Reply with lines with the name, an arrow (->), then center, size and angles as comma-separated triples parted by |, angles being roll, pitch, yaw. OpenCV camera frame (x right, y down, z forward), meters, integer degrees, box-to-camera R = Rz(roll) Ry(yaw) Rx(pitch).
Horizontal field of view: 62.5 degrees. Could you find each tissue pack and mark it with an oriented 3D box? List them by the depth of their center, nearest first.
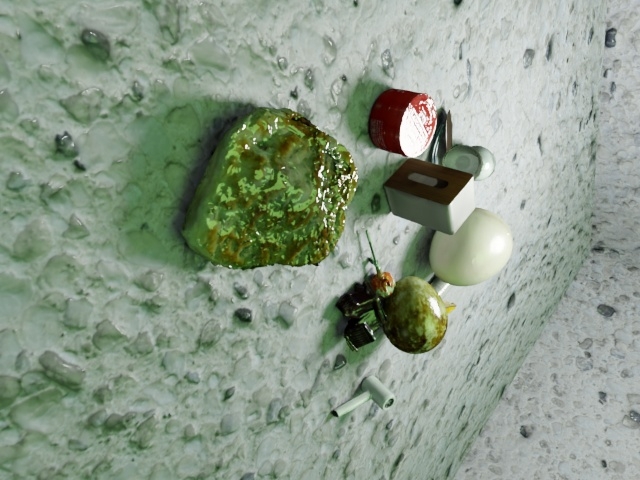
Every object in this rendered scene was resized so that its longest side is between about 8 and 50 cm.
tissue pack -> 0.354, -0.144, 1.700 | 0.159, 0.246, 0.136 | -47, 138, -25

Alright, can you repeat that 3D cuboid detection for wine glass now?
wine glass -> 0.547, -0.277, 1.912 | 0.321, 0.143, 0.144 | -18, 122, -61

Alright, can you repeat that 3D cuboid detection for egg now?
egg -> 0.331, 0.266, 1.885 | 0.238, 0.238, 0.290 | -36, 122, -33
egg -> 0.563, 0.029, 2.005 | 0.345, 0.283, 0.283 | -40, 134, -27

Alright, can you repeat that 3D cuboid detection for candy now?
candy -> 0.185, 0.080, 1.759 | 0.084, 0.078, 0.288 | -58, 140, -38

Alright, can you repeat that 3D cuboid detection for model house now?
model house -> 0.127, 0.250, 1.755 | 0.164, 0.141, 0.203 | -27, 108, -12

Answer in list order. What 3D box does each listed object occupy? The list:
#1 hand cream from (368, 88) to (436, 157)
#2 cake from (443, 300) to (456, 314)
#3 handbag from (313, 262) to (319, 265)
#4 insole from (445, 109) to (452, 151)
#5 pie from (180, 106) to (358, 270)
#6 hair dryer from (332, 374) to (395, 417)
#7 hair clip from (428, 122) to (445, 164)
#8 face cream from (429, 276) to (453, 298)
hand cream -> 0.245, -0.350, 1.569 | 0.193, 0.125, 0.193 | -26, 127, -41
cake -> 0.495, 0.277, 2.214 | 0.184, 0.079, 0.116 | -30, 131, -26
handbag -> 0.000, 0.000, 1.512 | 0.139, 0.072, 0.115 | -26, 125, -56
insole -> 0.467, -0.323, 1.909 | 0.111, 0.007, 0.328 | -61, 149, -41
pie -> -0.110, -0.110, 1.236 | 0.418, 0.180, 0.396 | 3, 106, -43
hair dryer -> 0.148, 0.592, 1.937 | 0.236, 0.131, 0.073 | -17, 124, -29
hair clip -> 0.401, -0.296, 1.844 | 0.039, 0.070, 0.230 | -8, 106, -44
face cream -> 0.474, 0.205, 2.146 | 0.250, 0.077, 0.077 | -44, 136, -27
